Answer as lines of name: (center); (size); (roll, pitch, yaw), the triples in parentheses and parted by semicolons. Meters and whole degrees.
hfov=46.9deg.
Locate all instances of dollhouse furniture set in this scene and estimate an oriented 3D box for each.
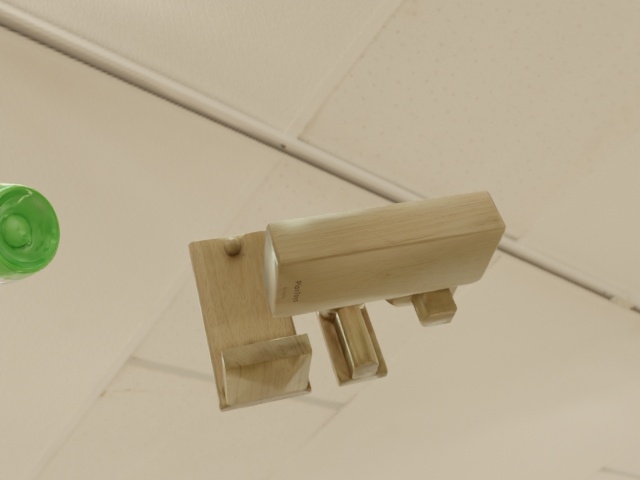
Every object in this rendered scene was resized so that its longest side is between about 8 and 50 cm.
dollhouse furniture set: (0.000, 0.000, 0.434); (0.144, 0.123, 0.151); (-9, -34, -13)

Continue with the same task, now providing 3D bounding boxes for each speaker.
speaker: (-0.478, 0.004, 0.945); (0.296, 0.131, 0.131); (-8, -37, 29)
